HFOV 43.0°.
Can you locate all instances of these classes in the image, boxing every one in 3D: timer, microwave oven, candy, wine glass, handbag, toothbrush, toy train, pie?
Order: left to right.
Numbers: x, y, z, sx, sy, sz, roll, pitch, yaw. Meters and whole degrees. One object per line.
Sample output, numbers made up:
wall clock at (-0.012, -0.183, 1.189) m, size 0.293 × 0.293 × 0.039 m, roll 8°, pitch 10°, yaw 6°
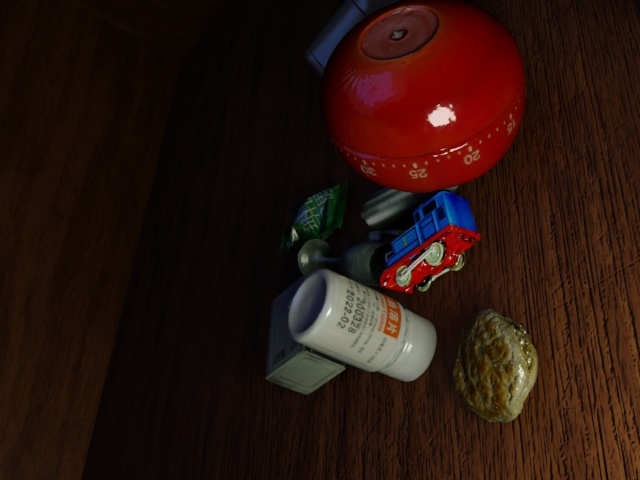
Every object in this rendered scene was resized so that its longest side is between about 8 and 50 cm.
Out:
microwave oven at (-0.023, 0.202, 1.743) m, size 0.163 × 0.129 × 0.205 m, roll -38°, pitch 36°, yaw 39°
candy at (-0.010, -0.055, 2.009) m, size 0.203 × 0.078 × 0.141 m, roll -24°, pitch 57°, yaw 37°
wine glass at (0.000, 0.000, 1.724) m, size 0.096 × 0.264 × 0.309 m, roll -59°, pitch 24°, yaw -14°
handbag at (0.134, -0.434, 1.723) m, size 0.315 × 0.241 × 0.109 m, roll -43°, pitch -13°, yaw 15°
toothbrush at (0.178, -0.015, 1.679) m, size 0.288 × 0.021 × 0.024 m, roll -7°, pitch 73°, yaw 61°
timer at (0.184, -0.275, 1.497) m, size 0.377 × 0.279 × 0.378 m, roll -12°, pitch 48°, yaw 14°
toy train at (0.200, 0.011, 1.526) m, size 0.204 × 0.082 × 0.131 m, roll -40°, pitch 50°, yaw 39°
pie at (0.269, 0.194, 1.261) m, size 0.163 × 0.078 × 0.193 m, roll -64°, pitch 24°, yaw 21°

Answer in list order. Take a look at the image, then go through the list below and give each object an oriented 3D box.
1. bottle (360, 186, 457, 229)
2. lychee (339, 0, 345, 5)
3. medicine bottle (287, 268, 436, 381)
bottle at (0.181, -0.084, 1.669) m, size 0.253 × 0.079 × 0.096 m, roll -26°, pitch 55°, yaw 52°
lychee at (0.184, -0.621, 1.876) m, size 0.330 × 0.306 × 0.306 m, roll -30°, pitch 15°, yaw -23°
medicine bottle at (0.076, 0.158, 1.456) m, size 0.144 × 0.252 × 0.145 m, roll -42°, pitch 32°, yaw 34°
